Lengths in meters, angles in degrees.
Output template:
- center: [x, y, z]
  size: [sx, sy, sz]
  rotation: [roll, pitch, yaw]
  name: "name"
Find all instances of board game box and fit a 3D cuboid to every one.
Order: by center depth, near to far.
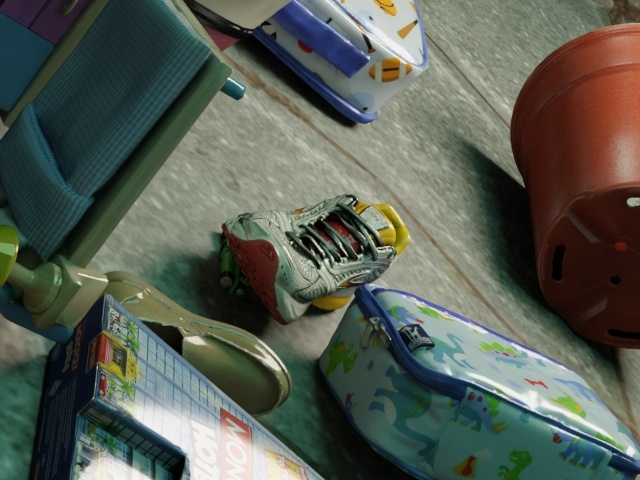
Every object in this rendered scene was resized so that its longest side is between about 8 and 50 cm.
- center: [-0.067, 0.151, 0.932]
  size: [0.194, 0.060, 0.194]
  rotation: [35, 25, -23]
  name: "board game box"

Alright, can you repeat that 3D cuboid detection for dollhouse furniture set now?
- center: [-0.169, -0.147, 0.956]
  size: [0.198, 0.286, 0.303]
  rotation: [30, 16, -34]
  name: "dollhouse furniture set"

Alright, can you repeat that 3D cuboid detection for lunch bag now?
- center: [0.113, 0.118, 1.201]
  size: [0.219, 0.090, 0.176]
  rotation: [25, 12, -21]
  name: "lunch bag"
- center: [-0.032, -0.260, 1.617]
  size: [0.303, 0.115, 0.243]
  rotation: [37, 27, -24]
  name: "lunch bag"

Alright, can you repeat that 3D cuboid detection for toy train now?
- center: [-0.063, 0.013, 1.227]
  size: [0.024, 0.017, 0.083]
  rotation: [28, 27, -17]
  name: "toy train"

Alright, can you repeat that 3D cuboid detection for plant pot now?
- center: [0.327, -0.044, 1.722]
  size: [0.272, 0.272, 0.265]
  rotation: [39, 31, -17]
  name: "plant pot"

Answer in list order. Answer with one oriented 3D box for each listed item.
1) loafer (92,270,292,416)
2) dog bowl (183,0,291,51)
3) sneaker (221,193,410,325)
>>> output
- center: [-0.085, 0.075, 1.043]
  size: [0.148, 0.056, 0.050]
  rotation: [28, 28, -17]
  name: "loafer"
- center: [-0.174, -0.300, 1.298]
  size: [0.408, 0.150, 0.408]
  rotation: [40, 11, -9]
  name: "dog bowl"
- center: [0.000, 0.000, 1.223]
  size: [0.088, 0.093, 0.225]
  rotation: [58, 18, 7]
  name: "sneaker"
